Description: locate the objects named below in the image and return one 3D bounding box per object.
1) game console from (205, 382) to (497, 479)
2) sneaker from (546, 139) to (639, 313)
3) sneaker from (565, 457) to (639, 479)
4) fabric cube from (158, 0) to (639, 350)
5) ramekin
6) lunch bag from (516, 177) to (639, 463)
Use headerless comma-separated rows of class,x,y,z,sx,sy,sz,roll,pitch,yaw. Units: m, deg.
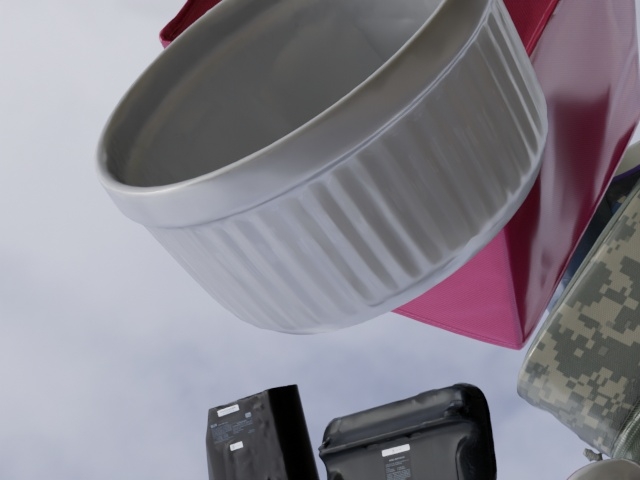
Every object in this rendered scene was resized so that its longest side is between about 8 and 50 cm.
game console,0.024,0.222,1.758,0.044,0.361,0.213,-6,-100,-42
sneaker,0.340,0.023,1.846,0.323,0.130,0.236,-17,-124,-36
sneaker,0.134,0.228,0.963,0.104,0.236,0.095,23,-179,41
fabric cube,0.070,-0.120,1.451,0.259,0.258,0.254,17,-121,23
ramekin,0.009,-0.050,0.935,0.109,0.207,0.207,54,-140,-25
lunch bag,0.310,0.094,1.339,0.256,0.212,0.305,33,-172,24
